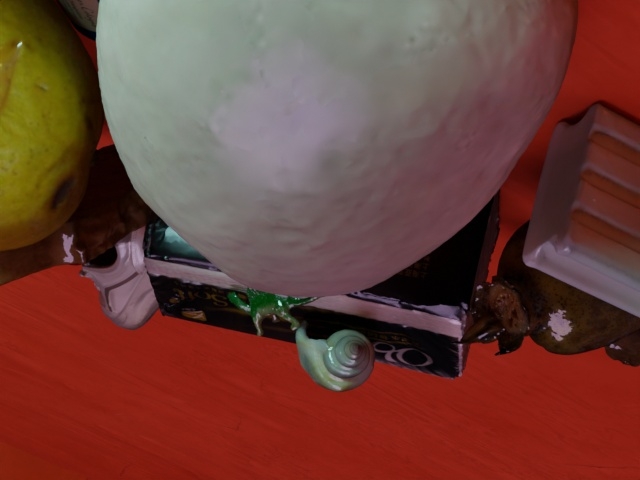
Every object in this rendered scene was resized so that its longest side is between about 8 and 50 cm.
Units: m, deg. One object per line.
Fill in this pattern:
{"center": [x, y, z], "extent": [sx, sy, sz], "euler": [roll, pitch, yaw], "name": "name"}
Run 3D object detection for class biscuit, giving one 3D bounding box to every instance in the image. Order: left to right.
{"center": [-0.378, -0.032, 1.803], "extent": [0.394, 0.368, 0.076], "euler": [5, 115, 26], "name": "biscuit"}

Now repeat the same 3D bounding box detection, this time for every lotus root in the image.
{"center": [0.256, 0.041, 1.646], "extent": [0.278, 0.154, 0.154], "euler": [-18, 178, -33], "name": "lotus root"}

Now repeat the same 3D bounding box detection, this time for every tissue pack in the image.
{"center": [0.000, 0.000, 1.761], "extent": [0.370, 0.210, 0.198], "euler": [13, 161, 11], "name": "tissue pack"}

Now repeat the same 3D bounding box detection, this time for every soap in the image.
{"center": [0.340, -0.004, 1.571], "extent": [0.265, 0.159, 0.087], "euler": [23, 158, -19], "name": "soap"}

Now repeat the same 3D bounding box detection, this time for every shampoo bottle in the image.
{"center": [-0.220, -0.240, 1.541], "extent": [0.087, 0.050, 0.183], "euler": [14, 159, 19], "name": "shampoo bottle"}

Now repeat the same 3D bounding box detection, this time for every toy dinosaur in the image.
{"center": [-0.047, 0.066, 1.673], "extent": [0.120, 0.029, 0.060], "euler": [-15, 121, 42], "name": "toy dinosaur"}

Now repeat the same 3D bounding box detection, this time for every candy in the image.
{"center": [-0.002, -0.118, 1.336], "extent": [0.386, 0.186, 0.427], "euler": [13, 131, -3], "name": "candy"}

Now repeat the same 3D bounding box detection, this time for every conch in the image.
{"center": [0.012, 0.127, 1.708], "extent": [0.088, 0.065, 0.180], "euler": [19, 160, -9], "name": "conch"}

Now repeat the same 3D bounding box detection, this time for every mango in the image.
{"center": [-0.359, -0.159, 1.541], "extent": [0.365, 0.253, 0.182], "euler": [57, 166, -12], "name": "mango"}

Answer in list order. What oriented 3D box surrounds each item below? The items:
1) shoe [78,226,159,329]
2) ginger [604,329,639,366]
{"center": [-0.271, 0.020, 2.129], "extent": [0.159, 0.124, 0.316], "euler": [24, 152, -20], "name": "shoe"}
{"center": [0.359, 0.076, 1.845], "extent": [0.333, 0.080, 0.166], "euler": [23, 123, -21], "name": "ginger"}
